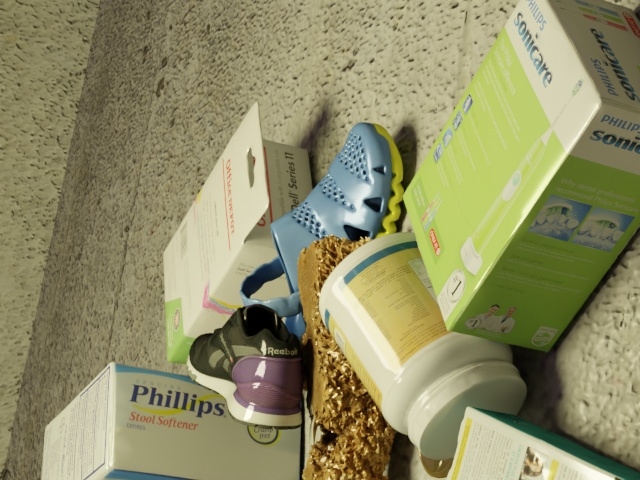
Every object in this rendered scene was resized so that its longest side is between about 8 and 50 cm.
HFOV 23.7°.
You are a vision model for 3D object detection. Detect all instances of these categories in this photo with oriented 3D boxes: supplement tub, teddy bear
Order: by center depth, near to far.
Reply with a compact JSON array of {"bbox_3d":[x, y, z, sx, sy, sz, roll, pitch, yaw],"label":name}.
[{"bbox_3d":[0.102,0.105,1.524,0.199,0.144,0.144,56,132,34],"label":"supplement tub"},{"bbox_3d":[0.042,0.165,1.747,0.245,0.113,0.338,119,149,-58],"label":"teddy bear"}]

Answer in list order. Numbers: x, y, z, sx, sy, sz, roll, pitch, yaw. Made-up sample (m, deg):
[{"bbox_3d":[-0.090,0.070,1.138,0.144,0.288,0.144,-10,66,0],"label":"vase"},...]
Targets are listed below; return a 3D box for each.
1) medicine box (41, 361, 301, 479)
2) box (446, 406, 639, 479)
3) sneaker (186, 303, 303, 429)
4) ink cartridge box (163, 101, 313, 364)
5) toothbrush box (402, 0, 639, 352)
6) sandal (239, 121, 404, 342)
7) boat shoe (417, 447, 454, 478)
[{"bbox_3d":[-0.202,0.290,2.005,0.289,0.264,0.149,-41,43,54],"label":"medicine box"},{"bbox_3d":[0.207,0.228,1.334,0.244,0.060,0.100,21,97,58],"label":"box"},{"bbox_3d":[-0.081,0.131,1.842,0.283,0.107,0.124,-154,70,-65],"label":"sneaker"},{"bbox_3d":[-0.101,0.000,2.108,0.353,0.119,0.207,125,149,-43],"label":"ink cartridge box"},{"bbox_3d":[0.209,-0.069,1.445,0.206,0.122,0.283,-106,35,-48],"label":"toothbrush box"},{"bbox_3d":[0.000,0.000,1.865,0.317,0.138,0.126,-68,23,16],"label":"sandal"},{"bbox_3d":[0.131,0.176,1.600,0.056,0.048,0.153,-14,66,25],"label":"boat shoe"}]
